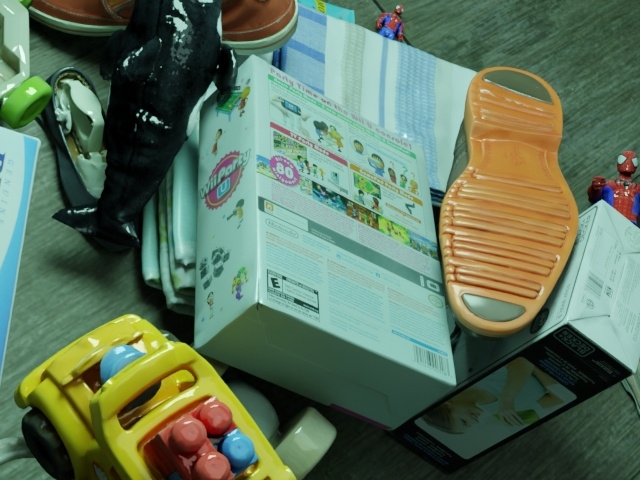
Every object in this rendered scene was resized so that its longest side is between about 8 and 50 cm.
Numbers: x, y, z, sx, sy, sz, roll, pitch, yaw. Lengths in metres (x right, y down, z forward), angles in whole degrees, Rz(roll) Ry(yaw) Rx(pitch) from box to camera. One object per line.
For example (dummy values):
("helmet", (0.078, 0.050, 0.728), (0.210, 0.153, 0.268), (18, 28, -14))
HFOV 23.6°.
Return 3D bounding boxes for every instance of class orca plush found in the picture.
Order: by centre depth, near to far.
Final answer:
("orca plush", (-0.181, -0.145, 1.439), (0.151, 0.287, 0.102), (32, 2, 27))

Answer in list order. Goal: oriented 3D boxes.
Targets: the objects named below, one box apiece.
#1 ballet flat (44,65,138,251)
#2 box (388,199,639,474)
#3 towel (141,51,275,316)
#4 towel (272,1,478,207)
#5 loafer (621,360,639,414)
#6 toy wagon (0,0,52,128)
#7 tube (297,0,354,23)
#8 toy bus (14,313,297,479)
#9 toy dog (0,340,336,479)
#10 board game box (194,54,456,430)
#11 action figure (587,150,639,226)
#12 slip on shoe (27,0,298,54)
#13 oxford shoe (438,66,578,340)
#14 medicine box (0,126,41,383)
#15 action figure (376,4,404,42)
("ballet flat", (-0.228, -0.088, 1.529), (0.074, 0.074, 0.203), (-9, 67, -35))
("box", (0.201, 0.102, 1.523), (0.087, 0.290, 0.169), (36, 48, -14))
("towel", (-0.033, -0.068, 1.627), (0.320, 0.090, 0.375), (14, 55, -27))
("towel", (0.076, -0.145, 1.667), (0.285, 0.034, 0.209), (19, 52, -23))
("loafer", (0.385, 0.181, 1.750), (0.045, 0.039, 0.125), (-23, 75, -40))
("toy wagon", (-0.385, -0.201, 1.482), (0.267, 0.068, 0.344), (43, 53, 5))
("tube", (-0.044, -0.263, 1.770), (0.207, 0.052, 0.080), (15, 64, -32))
("toy bus", (-0.124, 0.150, 1.185), (0.149, 0.211, 0.220), (-33, 82, -24))
("toy dog", (-0.146, 0.235, 1.352), (0.333, 0.161, 0.220), (-28, 80, -25))
("board game box", (0.000, 0.000, 1.431), (0.224, 0.097, 0.303), (26, 42, -29))
("action figure", (0.356, -0.022, 1.796), (0.091, 0.139, 0.280), (10, 49, 6))
("slip on shoe", (-0.183, -0.271, 1.573), (0.331, 0.101, 0.123), (12, 55, 19))
("oxford shoe", (0.178, -0.016, 1.515), (0.130, 0.133, 0.364), (15, 43, 1))
("medicine box", (-0.348, 0.074, 1.207), (0.149, 0.289, 0.264), (17, 54, -22))
("action figure", (0.080, -0.247, 1.845), (0.038, 0.030, 0.115), (29, 48, -6))
